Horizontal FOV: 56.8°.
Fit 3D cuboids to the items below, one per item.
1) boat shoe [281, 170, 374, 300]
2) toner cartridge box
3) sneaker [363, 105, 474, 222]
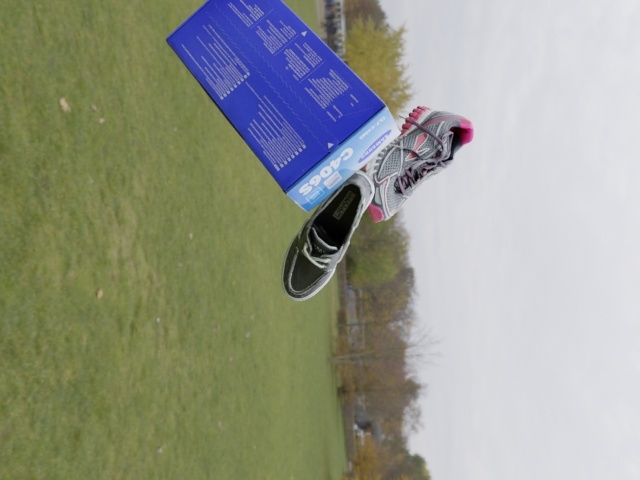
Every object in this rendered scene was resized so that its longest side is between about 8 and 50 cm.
[{"bbox_3d":[0.000,0.000,0.830,0.219,0.078,0.070,-62,178,22],"label":"boat shoe"},{"bbox_3d":[-0.063,-0.217,0.818,0.347,0.165,0.075,53,7,27],"label":"toner cartridge box"},{"bbox_3d":[0.174,-0.148,1.080,0.299,0.112,0.120,-52,141,-29],"label":"sneaker"}]
